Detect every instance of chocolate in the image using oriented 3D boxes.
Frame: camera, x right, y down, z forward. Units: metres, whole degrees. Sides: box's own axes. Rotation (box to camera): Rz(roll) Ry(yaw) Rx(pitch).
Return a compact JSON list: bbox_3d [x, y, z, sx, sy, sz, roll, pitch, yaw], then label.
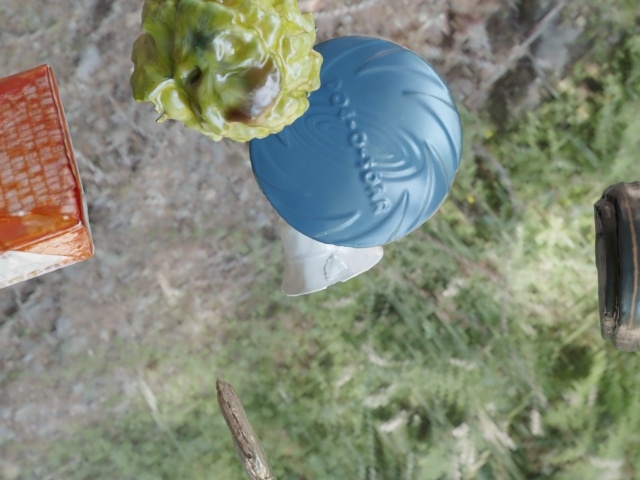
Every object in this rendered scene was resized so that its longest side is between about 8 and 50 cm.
[{"bbox_3d":[-0.385,-0.056,1.406,0.234,0.238,0.108,-19,151,-1],"label":"chocolate"}]

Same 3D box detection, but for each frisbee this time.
[{"bbox_3d":[0.048,-0.129,1.646,0.289,0.289,0.049,-39,-174,5],"label":"frisbee"}]

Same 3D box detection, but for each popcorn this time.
[{"bbox_3d":[-0.106,-0.212,1.385,0.189,0.218,0.169,-35,-172,27],"label":"popcorn"}]

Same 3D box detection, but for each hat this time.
[{"bbox_3d":[0.000,0.000,2.119,0.203,0.126,0.203,-22,-169,4],"label":"hat"}]

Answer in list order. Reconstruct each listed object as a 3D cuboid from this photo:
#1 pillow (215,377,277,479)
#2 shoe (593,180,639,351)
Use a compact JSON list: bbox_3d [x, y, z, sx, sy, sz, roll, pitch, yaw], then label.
[{"bbox_3d":[-0.087,0.253,1.505,0.034,0.135,0.211,-23,151,-6],"label":"pillow"},{"bbox_3d":[0.408,0.031,1.253,0.237,0.171,0.384,-3,171,20],"label":"shoe"}]
